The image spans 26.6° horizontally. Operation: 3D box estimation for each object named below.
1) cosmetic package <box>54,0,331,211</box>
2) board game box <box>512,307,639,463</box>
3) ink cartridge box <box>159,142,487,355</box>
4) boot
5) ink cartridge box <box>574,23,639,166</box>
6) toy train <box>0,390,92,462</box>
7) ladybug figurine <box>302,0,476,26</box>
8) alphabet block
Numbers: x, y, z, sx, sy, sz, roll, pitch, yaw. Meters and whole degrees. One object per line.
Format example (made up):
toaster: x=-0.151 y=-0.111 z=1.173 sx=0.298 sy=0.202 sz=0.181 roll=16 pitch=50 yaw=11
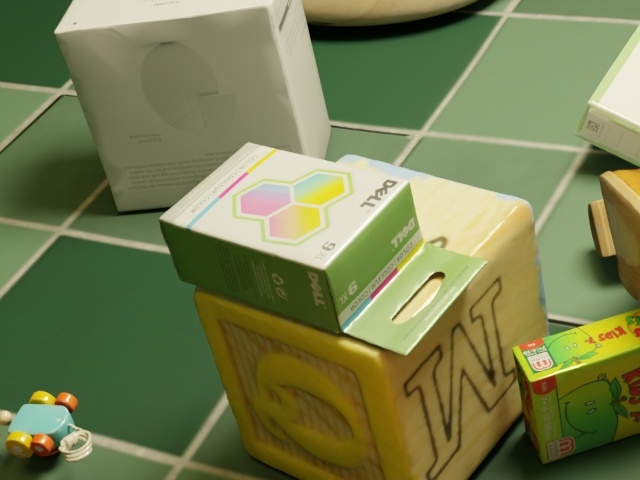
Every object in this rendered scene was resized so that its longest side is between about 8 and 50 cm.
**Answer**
cosmetic package: x=-0.124 y=-0.164 z=1.412 sx=0.224 sy=0.224 sz=0.138 roll=-4 pitch=35 yaw=13
board game box: x=0.246 y=0.102 z=1.048 sx=0.181 sy=0.092 sz=0.043 roll=-17 pitch=36 yaw=-3
ink cartridge box: x=0.000 y=0.000 z=0.968 sx=0.209 sy=0.062 sz=0.109 roll=17 pitch=46 yaw=35
boot: x=0.336 y=-0.029 z=1.095 sx=0.211 sy=0.104 sz=0.295 roll=-13 pitch=2 yaw=6
ink cartridge box: x=0.390 y=-0.116 z=1.323 sx=0.235 sy=0.056 sz=0.171 roll=29 pitch=50 yaw=12
toy train: x=-0.269 y=0.196 z=1.143 sx=0.166 sy=0.046 sz=0.125 roll=-24 pitch=39 yaw=-8
ladybug figurine: x=0.043 y=-0.398 z=1.715 sx=0.449 sy=0.162 sz=0.305 roll=10 pitch=43 yaw=29
alphabet block: x=0.049 y=0.075 z=1.067 sx=0.192 sy=0.193 sz=0.197 roll=16 pitch=46 yaw=37
